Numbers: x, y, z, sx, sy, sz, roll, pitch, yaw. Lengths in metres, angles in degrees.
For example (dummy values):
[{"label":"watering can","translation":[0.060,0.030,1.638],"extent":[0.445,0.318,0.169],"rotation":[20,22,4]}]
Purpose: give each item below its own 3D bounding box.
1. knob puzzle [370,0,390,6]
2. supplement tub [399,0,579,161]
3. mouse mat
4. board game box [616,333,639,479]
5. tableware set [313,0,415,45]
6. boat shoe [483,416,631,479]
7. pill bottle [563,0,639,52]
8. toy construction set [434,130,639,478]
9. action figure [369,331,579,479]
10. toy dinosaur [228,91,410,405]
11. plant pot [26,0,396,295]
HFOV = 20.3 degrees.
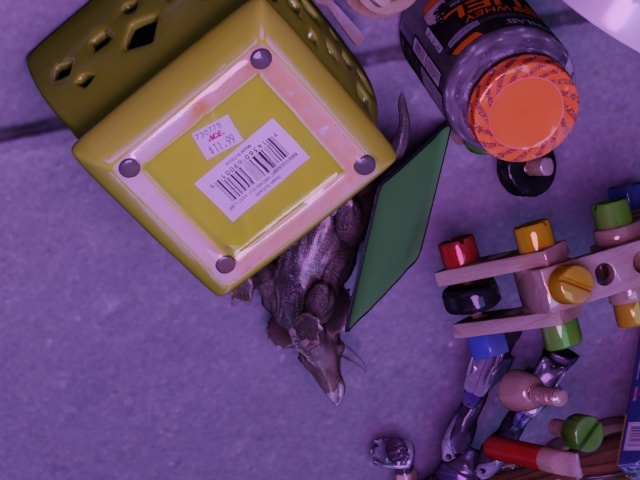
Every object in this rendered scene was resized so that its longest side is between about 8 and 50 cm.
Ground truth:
[{"label":"knob puzzle","translation":[0.044,-0.316,1.450],"extent":[0.213,0.030,0.213],"rotation":[-8,105,-30]},{"label":"supplement tub","translation":[0.146,-0.150,1.526],"extent":[0.117,0.190,0.117],"rotation":[-8,122,-12]},{"label":"mouse mat","translation":[0.071,-0.015,1.610],"extent":[0.007,0.189,0.153],"rotation":[20,118,15]},{"label":"board game box","translation":[0.383,0.182,1.820],"extent":[0.060,0.194,0.194],"rotation":[-6,147,37]},{"label":"tableware set","translation":[0.028,-0.263,1.493],"extent":[0.128,0.039,0.194],"rotation":[-49,123,-6]},{"label":"boat shoe","translation":[0.214,0.291,1.860],"extent":[0.307,0.104,0.111],"rotation":[-30,125,4]},{"label":"pill bottle","translation":[0.329,-0.314,1.488],"extent":[0.176,0.176,0.318],"rotation":[24,111,-27]},{"label":"toy construction set","translation":[0.255,0.062,1.599],"extent":[0.257,0.237,0.309],"rotation":[11,87,-28]},{"label":"action figure","translation":[0.148,0.217,1.787],"extent":[0.185,0.099,0.285],"rotation":[25,103,3]},{"label":"toy dinosaur","translation":[0.000,0.000,1.622],"extent":[0.121,0.160,0.314],"rotation":[17,105,11]},{"label":"plant pot","translation":[-0.081,-0.103,1.481],"extent":[0.228,0.207,0.227],"rotation":[-38,122,7]}]
